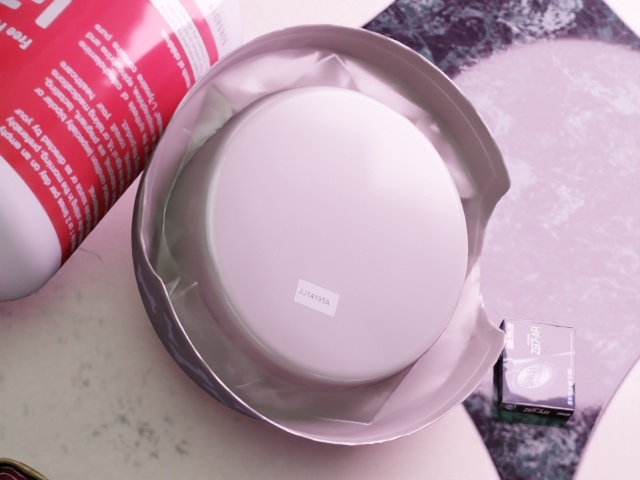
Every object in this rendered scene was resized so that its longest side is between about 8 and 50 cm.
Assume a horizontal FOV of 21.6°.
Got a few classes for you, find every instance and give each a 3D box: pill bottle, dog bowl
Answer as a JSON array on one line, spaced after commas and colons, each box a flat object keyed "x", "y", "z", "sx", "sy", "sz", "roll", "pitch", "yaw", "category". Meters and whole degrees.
[{"x": -0.262, "y": -0.099, "z": 1.403, "sx": 0.229, "sy": 0.229, "sz": 0.408, "roll": 32, "pitch": 61, "yaw": 8, "category": "pill bottle"}, {"x": 0.000, "y": 0.000, "z": 1.405, "sx": 0.349, "sy": 0.102, "sz": 0.349, "roll": 6, "pitch": 77, "yaw": -27, "category": "dog bowl"}]

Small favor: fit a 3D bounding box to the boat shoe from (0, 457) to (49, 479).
[{"x": -0.217, "y": 0.223, "z": 1.343, "sx": 0.135, "sy": 0.045, "sz": 0.050, "roll": 34, "pitch": 62, "yaw": 8, "category": "boat shoe"}]

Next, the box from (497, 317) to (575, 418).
[{"x": 0.192, "y": 0.113, "z": 1.489, "sx": 0.067, "sy": 0.018, "sz": 0.083, "roll": 8, "pitch": 61, "yaw": -6, "category": "box"}]
